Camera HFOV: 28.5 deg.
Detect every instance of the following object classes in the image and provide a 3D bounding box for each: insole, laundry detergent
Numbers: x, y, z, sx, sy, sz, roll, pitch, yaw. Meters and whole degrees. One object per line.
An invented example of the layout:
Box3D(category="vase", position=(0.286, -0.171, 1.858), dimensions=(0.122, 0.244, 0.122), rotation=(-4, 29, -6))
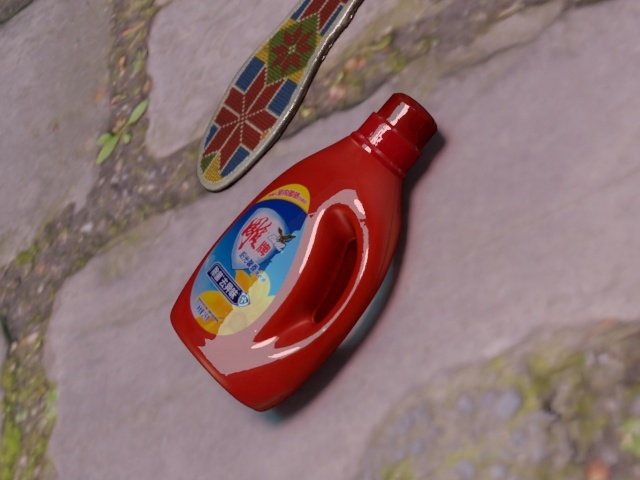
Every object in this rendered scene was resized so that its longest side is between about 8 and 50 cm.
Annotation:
Box3D(category="insole", position=(-0.014, -0.111, 0.735), dimensions=(0.193, 0.006, 0.065), rotation=(-55, 42, 3))
Box3D(category="laundry detergent", position=(0.000, 0.000, 0.622), dimensions=(0.165, 0.049, 0.097), rotation=(-50, 49, 6))
